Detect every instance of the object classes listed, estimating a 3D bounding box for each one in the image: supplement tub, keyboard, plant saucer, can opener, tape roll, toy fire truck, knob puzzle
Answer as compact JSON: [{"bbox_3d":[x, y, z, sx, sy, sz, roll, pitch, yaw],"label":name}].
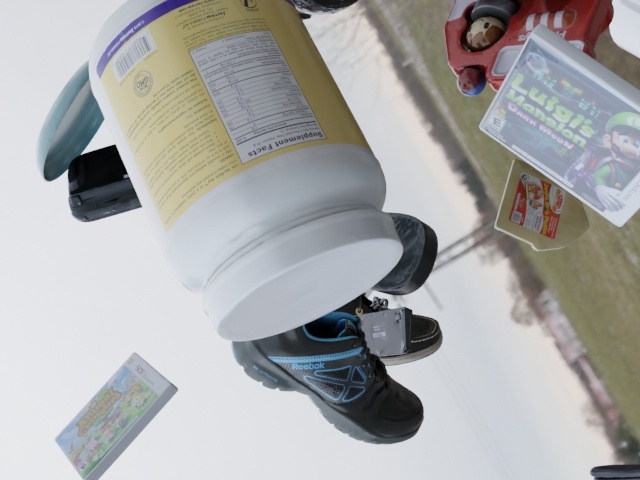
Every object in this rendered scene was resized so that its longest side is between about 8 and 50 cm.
[{"bbox_3d":[-0.077,-0.088,0.979,0.331,0.241,0.241,64,-165,19],"label":"supplement tub"},{"bbox_3d":[0.111,0.150,1.660,0.023,0.180,0.108,3,-100,-27],"label":"keyboard"},{"bbox_3d":[-0.507,-0.268,1.969,0.044,0.317,0.317,32,-164,-2],"label":"plant saucer"},{"bbox_3d":[0.607,0.442,1.785,0.059,0.186,0.073,57,-147,-22],"label":"can opener"},{"bbox_3d":[0.740,-0.507,1.961,0.100,0.286,0.286,44,-177,38],"label":"tape roll"},{"bbox_3d":[0.335,-0.357,1.580,0.169,0.302,0.253,44,-119,-42],"label":"toy fire truck"},{"bbox_3d":[0.465,-0.059,1.953,0.213,0.213,0.030,60,157,12],"label":"knob puzzle"}]

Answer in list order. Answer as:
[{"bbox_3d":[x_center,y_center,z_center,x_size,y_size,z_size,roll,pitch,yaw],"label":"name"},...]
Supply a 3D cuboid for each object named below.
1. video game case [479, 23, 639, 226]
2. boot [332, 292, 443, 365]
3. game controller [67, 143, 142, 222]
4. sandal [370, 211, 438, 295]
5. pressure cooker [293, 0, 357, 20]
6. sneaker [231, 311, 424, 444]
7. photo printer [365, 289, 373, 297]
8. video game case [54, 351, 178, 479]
[{"bbox_3d":[0.266,-0.110,0.956,0.190,0.022,0.173,37,155,9],"label":"video game case"},{"bbox_3d":[0.067,0.106,1.974,0.138,0.378,0.284,-60,-29,-58],"label":"boot"},{"bbox_3d":[-0.382,-0.145,1.973,0.067,0.319,0.166,65,-168,-53],"label":"game controller"},{"bbox_3d":[0.002,-0.002,1.589,0.107,0.446,0.167,26,-107,-39],"label":"sandal"},{"bbox_3d":[-0.107,-0.672,1.988,0.421,0.375,0.369,18,138,37],"label":"pressure cooker"},{"bbox_3d":[0.039,0.192,1.391,0.341,0.139,0.125,30,-156,-27],"label":"sneaker"},{"bbox_3d":[0.015,0.100,2.219,0.107,0.307,0.256,40,-178,36],"label":"photo printer"},{"bbox_3d":[-0.359,0.304,1.637,0.023,0.212,0.193,49,165,-29],"label":"video game case"}]
